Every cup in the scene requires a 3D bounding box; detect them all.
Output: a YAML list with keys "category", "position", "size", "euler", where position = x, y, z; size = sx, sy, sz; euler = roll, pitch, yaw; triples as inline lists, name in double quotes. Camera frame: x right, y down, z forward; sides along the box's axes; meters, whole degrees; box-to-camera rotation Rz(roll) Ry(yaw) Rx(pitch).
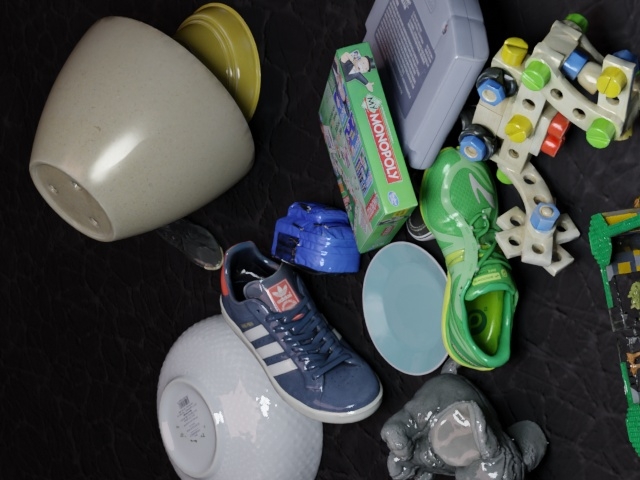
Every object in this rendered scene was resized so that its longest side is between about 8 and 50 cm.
- category: "cup"
  position: [-0.299, -0.137, 2.081]
  size: [0.331, 0.237, 0.331]
  euler: [30, 152, 18]

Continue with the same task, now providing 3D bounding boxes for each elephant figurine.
- category: "elephant figurine"
  position: [0.207, 0.278, 1.764]
  size: [0.239, 0.169, 0.186]
  euler: [19, 127, 52]

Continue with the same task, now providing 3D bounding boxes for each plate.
- category: "plate"
  position: [0.128, 0.093, 1.910]
  size: [0.188, 0.024, 0.188]
  euler: [11, 105, 49]

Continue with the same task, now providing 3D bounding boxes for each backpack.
- category: "backpack"
  position: [0.000, 0.000, 1.984]
  size: [0.120, 0.098, 0.101]
  euler: [24, 112, 45]

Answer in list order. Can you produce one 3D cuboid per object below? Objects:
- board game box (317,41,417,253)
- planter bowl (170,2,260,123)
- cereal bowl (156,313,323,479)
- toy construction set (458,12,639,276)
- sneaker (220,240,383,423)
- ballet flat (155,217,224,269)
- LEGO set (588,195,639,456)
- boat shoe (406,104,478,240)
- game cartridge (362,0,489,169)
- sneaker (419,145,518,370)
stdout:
- category: "board game box"
  position: [0.056, -0.112, 1.806]
  size: [0.317, 0.046, 0.213]
  euler: [116, 137, -80]
- category: "planter bowl"
  position: [-0.196, -0.264, 2.159]
  size: [0.217, 0.090, 0.217]
  euler: [12, 106, 47]
- category: "cereal bowl"
  position: [-0.156, 0.286, 2.191]
  size: [0.339, 0.141, 0.339]
  euler: [14, 109, 47]
- category: "toy construction set"
  position: [0.278, -0.125, 1.618]
  size: [0.215, 0.151, 0.328]
  euler: [30, 131, 13]
- category: "sneaker"
  position: [-0.041, 0.126, 2.008]
  size: [0.350, 0.131, 0.148]
  euler: [38, 146, 37]
- category: "ballet flat"
  position: [-0.213, 0.001, 2.278]
  size: [0.057, 0.049, 0.173]
  euler: [-47, 51, -9]
- category: "LEGO set"
  position: [0.437, 0.082, 1.481]
  size: [0.255, 0.192, 0.331]
  euler: [114, 146, -72]
- category: "boat shoe"
  position: [0.155, -0.088, 1.808]
  size: [0.078, 0.070, 0.219]
  euler: [48, 130, 31]
- category: "game cartridge"
  position: [0.130, -0.251, 1.733]
  size: [0.294, 0.060, 0.196]
  euler: [-104, 28, -48]
- category: "sneaker"
  position: [0.203, 0.023, 1.736]
  size: [0.123, 0.109, 0.296]
  euler: [-158, 55, -68]
